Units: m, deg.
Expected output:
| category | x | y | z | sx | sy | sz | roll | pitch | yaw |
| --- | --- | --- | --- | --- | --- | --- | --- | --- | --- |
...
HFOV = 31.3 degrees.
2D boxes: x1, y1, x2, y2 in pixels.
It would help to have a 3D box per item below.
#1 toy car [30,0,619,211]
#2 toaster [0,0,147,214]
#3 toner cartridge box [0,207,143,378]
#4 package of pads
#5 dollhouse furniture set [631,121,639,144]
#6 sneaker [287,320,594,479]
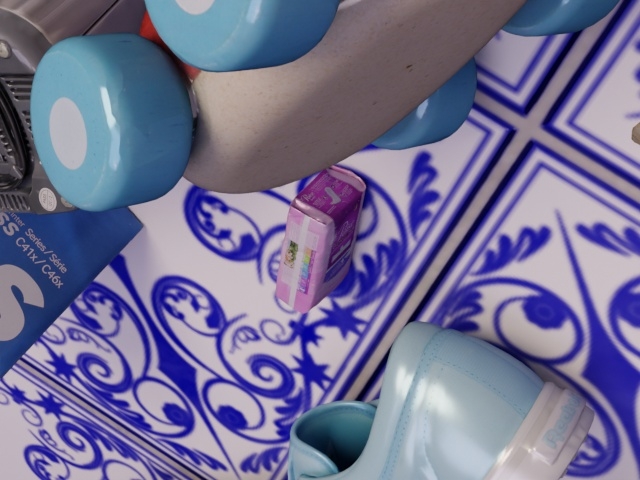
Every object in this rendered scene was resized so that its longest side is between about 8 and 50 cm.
| category | x | y | z | sx | sy | sz | roll | pitch | yaw |
| --- | --- | --- | --- | --- | --- | --- | --- | --- | --- |
| toy car | -0.026 | -0.162 | 0.506 | 0.210 | 0.219 | 0.238 | -38 | 72 | 47 |
| toaster | -0.187 | -0.102 | 0.655 | 0.227 | 0.146 | 0.129 | 3 | 127 | 28 |
| toner cartridge box | -0.289 | -0.078 | 0.733 | 0.075 | 0.165 | 0.348 | -27 | 109 | 43 |
| package of pads | 0.000 | 0.000 | 0.696 | 0.032 | 0.050 | 0.083 | 28 | 137 | 17 |
| dollhouse furniture set | 0.264 | -0.108 | 0.403 | 0.242 | 0.161 | 0.212 | 35 | 142 | 35 |
| sneaker | 0.038 | 0.181 | 0.786 | 0.150 | 0.135 | 0.366 | 38 | 129 | 10 |
